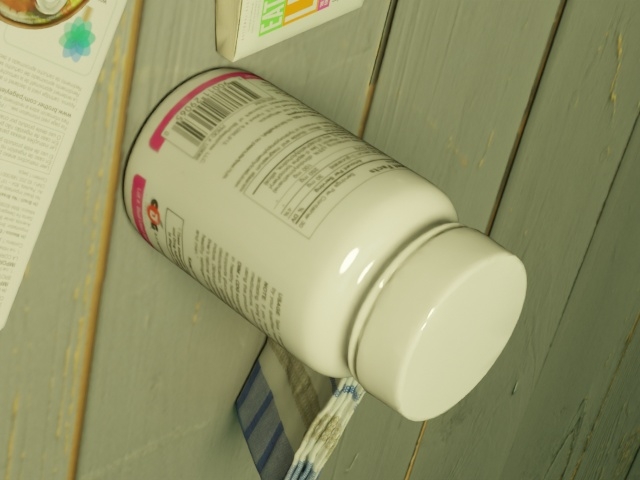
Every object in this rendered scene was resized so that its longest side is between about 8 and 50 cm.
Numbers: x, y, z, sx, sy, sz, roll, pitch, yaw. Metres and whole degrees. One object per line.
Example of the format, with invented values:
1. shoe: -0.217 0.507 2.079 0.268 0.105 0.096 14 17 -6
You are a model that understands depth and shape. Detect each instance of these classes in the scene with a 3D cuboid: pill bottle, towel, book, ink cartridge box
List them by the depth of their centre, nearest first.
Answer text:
1. ink cartridge box: -0.228 -0.064 0.690 0.185 0.065 0.311 19 90 -56
2. pill bottle: 0.000 0.000 0.887 0.160 0.283 0.160 -33 142 -31
3. book: -0.018 -0.203 0.921 0.144 0.035 0.096 -31 145 -35
4. towel: 0.000 0.081 1.064 0.034 0.209 0.285 18 108 -23

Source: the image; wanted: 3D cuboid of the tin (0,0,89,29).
1. tin: -0.163 -0.204 0.623 0.106 0.040 0.190 -34 132 -37
